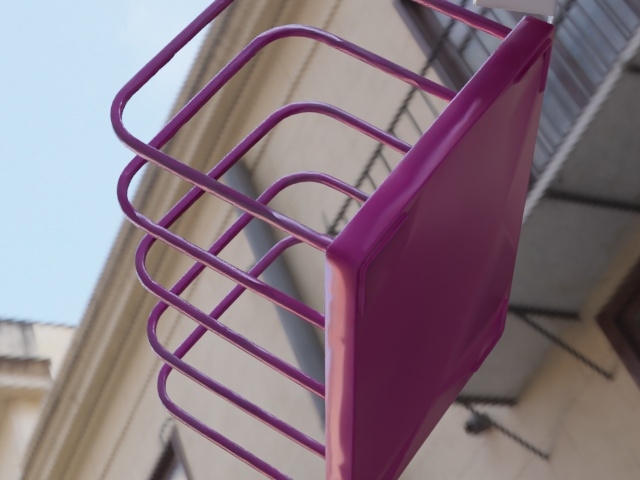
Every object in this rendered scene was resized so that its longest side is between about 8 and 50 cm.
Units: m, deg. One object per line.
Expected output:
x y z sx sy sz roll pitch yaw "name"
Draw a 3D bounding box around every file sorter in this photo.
0.000 0.000 0.842 0.202 0.182 0.290 -49 -25 -31 "file sorter"

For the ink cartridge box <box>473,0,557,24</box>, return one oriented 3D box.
0.157 -0.252 1.042 0.067 0.115 0.198 9 -32 9 "ink cartridge box"
